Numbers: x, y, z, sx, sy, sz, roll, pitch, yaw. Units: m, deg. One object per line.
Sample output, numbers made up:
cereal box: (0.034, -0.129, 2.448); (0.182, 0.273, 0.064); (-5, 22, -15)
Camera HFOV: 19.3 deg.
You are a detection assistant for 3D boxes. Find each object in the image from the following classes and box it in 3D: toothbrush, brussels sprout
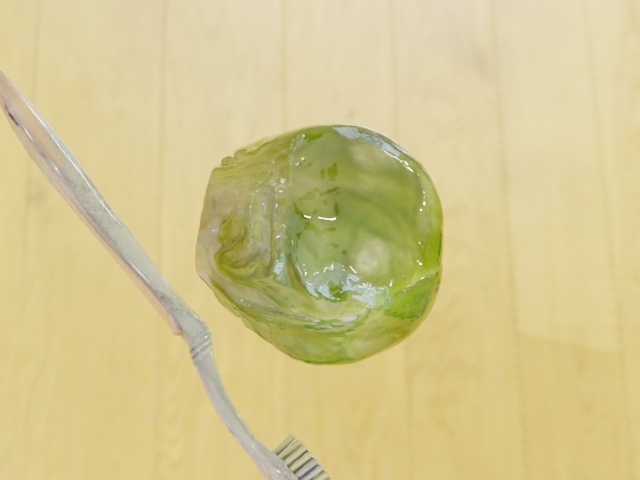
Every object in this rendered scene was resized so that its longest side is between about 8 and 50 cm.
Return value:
toothbrush: (-0.107, 0.029, 1.195); (0.037, 0.028, 0.375); (-36, 80, -19)
brussels sprout: (0.000, 0.000, 1.100); (0.155, 0.155, 0.117); (41, 20, -5)
